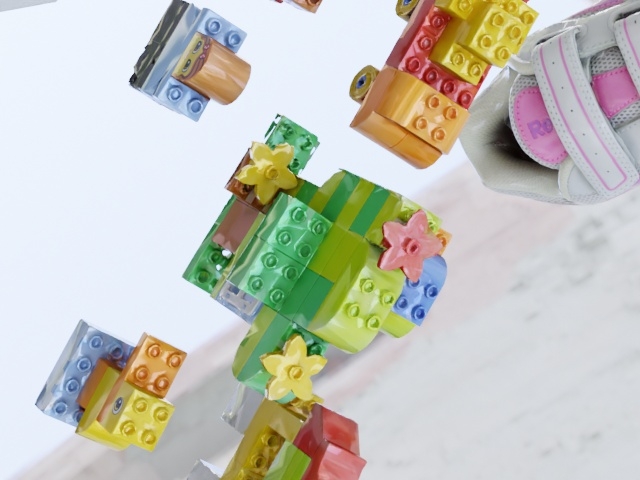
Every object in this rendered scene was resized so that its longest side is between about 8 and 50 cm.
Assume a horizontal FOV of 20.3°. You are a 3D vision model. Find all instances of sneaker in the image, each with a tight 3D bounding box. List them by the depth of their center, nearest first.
[{"bbox_3d":[0.153,-0.069,0.849,0.111,0.103,0.252,-21,173,-29],"label":"sneaker"}]

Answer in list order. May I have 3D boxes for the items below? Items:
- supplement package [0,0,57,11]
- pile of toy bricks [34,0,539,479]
[{"bbox_3d":[-0.250,-0.184,1.014,0.179,0.105,0.105,-16,-145,-34],"label":"supplement package"},{"bbox_3d":[0.000,0.000,0.534,0.212,0.118,0.105,-61,-150,0],"label":"pile of toy bricks"}]
